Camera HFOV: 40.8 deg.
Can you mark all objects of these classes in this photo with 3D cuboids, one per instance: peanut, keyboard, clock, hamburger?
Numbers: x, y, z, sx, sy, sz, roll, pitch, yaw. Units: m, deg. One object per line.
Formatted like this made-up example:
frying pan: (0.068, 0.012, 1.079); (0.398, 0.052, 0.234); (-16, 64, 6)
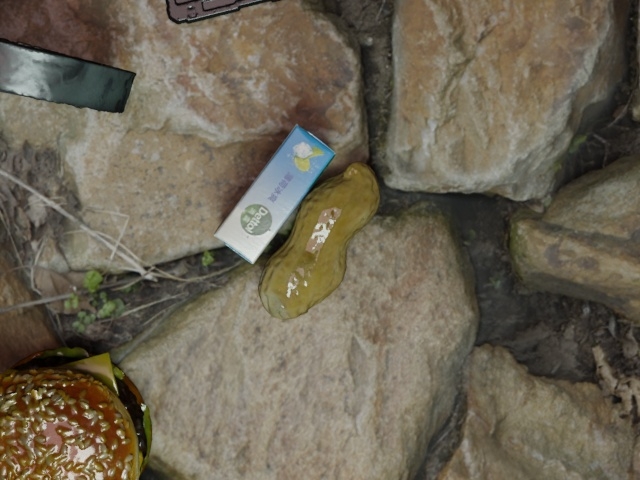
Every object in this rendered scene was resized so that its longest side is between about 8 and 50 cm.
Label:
peanut: (0.000, 0.000, 1.274); (0.101, 0.117, 0.263); (27, 90, 36)
keyboard: (-0.108, -0.397, 1.280); (0.262, 0.016, 0.106); (-15, 95, -1)
clock: (-0.403, -0.232, 1.135); (0.313, 0.312, 0.061); (13, 98, -4)
hamburger: (-0.376, 0.298, 1.219); (0.291, 0.225, 0.291); (0, 91, -2)

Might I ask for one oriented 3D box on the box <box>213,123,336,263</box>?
box: (-0.065, -0.069, 1.245); (0.073, 0.139, 0.194); (38, 92, -5)
